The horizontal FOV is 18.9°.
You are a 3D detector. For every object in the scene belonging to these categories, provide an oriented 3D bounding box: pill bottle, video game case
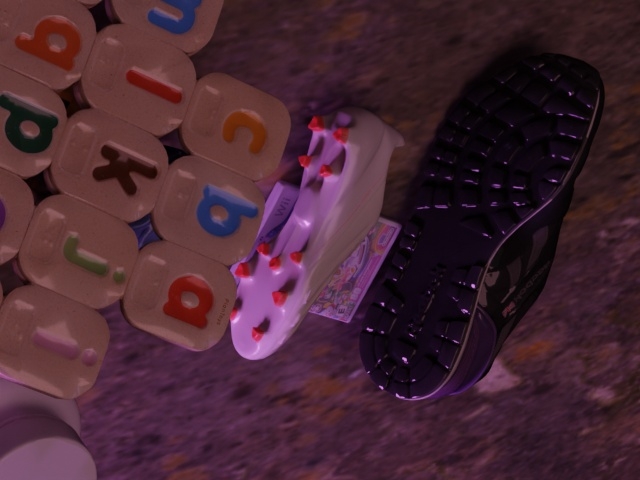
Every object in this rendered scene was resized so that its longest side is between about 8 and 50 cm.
[{"bbox_3d":[-0.215,0.105,1.194,0.108,0.193,0.108,-17,125,-26],"label":"pill bottle"},{"bbox_3d":[-0.004,0.010,1.408,0.122,0.011,0.087,18,106,-40],"label":"video game case"}]

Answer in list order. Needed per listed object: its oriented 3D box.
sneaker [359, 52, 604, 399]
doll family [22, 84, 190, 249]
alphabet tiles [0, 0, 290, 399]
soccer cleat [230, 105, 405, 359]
[{"bbox_3d":[0.134,-0.011,1.453,0.124,0.107,0.283,9,114,-59],"label":"sneaker"},{"bbox_3d":[-0.135,-0.061,1.235,0.111,0.076,0.193,-53,138,-1],"label":"doll family"},{"bbox_3d":[-0.159,-0.058,1.145,0.278,0.021,0.284,23,75,-22],"label":"alphabet tiles"},{"bbox_3d":[0.000,0.000,1.354,0.076,0.068,0.196,15,104,-43],"label":"soccer cleat"}]
